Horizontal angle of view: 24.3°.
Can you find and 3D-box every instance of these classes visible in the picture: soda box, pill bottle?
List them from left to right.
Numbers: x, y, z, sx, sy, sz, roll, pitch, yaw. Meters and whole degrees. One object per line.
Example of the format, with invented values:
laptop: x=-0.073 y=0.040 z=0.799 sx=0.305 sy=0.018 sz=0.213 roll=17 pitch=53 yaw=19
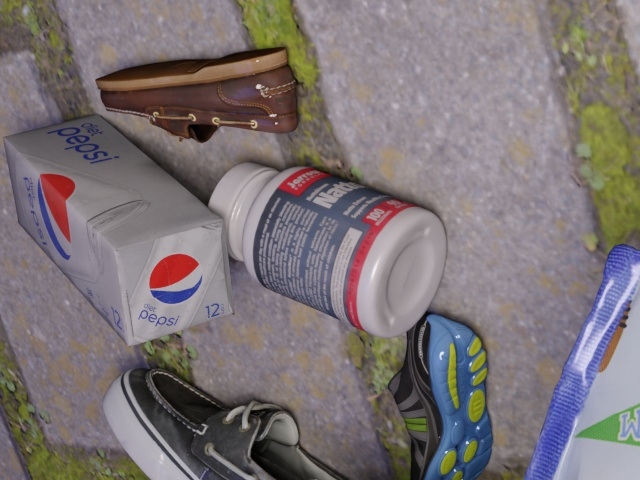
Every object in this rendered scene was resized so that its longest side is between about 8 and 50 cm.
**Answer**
soda box: x=-0.180 y=-0.017 z=1.278 sx=0.286 sy=0.098 sz=0.091 roll=38 pitch=139 yaw=53
pill bottle: x=0.000 y=0.000 z=1.195 sx=0.180 sy=0.108 sz=0.108 roll=22 pitch=126 yaw=32

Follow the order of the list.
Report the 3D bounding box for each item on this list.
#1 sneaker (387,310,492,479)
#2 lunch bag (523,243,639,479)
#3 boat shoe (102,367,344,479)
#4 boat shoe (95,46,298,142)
sneaker: x=0.097 y=0.139 z=1.232 sx=0.078 sy=0.067 sz=0.188 roll=39 pitch=140 yaw=48
lunch bag: x=0.306 y=0.195 z=0.797 sx=0.328 sy=0.385 sz=0.239 roll=28 pitch=90 yaw=31
boat shoe: x=-0.058 y=0.204 z=1.377 sx=0.335 sy=0.121 sz=0.119 roll=36 pitch=110 yaw=23
boat shoe: x=-0.107 y=-0.116 z=1.248 sx=0.207 sy=0.073 sz=0.073 roll=2 pitch=113 yaw=41
